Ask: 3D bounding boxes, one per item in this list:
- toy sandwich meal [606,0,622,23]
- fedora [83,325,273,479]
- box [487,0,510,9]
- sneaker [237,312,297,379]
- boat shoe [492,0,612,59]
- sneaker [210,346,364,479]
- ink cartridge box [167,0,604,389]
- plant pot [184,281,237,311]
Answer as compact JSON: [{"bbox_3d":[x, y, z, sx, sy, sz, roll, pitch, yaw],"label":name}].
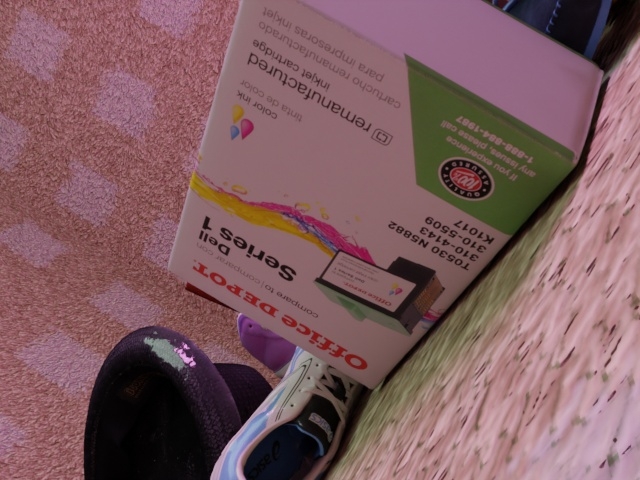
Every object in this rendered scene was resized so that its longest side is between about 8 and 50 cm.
[{"bbox_3d":[0.221,-0.194,0.501,0.086,0.029,0.085,-58,1,2],"label":"toy sandwich meal"},{"bbox_3d":[-0.137,0.253,0.788,0.152,0.334,0.334,-4,-45,-44],"label":"fedora"},{"bbox_3d":[0.290,-0.412,0.983,0.203,0.167,0.168,-60,-2,30],"label":"box"},{"bbox_3d":[-0.013,0.080,0.772,0.102,0.161,0.282,-55,-3,-44],"label":"sneaker"},{"bbox_3d":[0.134,-0.121,0.533,0.258,0.088,0.109,107,-178,-67],"label":"boat shoe"},{"bbox_3d":[-0.001,0.138,0.588,0.086,0.085,0.237,-16,31,52],"label":"sneaker"},{"bbox_3d":[0.024,-0.041,0.491,0.117,0.201,0.278,-58,-2,-42],"label":"ink cartridge box"},{"bbox_3d":[0.000,0.000,1.007,0.268,0.235,0.267,-60,-2,7],"label":"plant pot"}]
